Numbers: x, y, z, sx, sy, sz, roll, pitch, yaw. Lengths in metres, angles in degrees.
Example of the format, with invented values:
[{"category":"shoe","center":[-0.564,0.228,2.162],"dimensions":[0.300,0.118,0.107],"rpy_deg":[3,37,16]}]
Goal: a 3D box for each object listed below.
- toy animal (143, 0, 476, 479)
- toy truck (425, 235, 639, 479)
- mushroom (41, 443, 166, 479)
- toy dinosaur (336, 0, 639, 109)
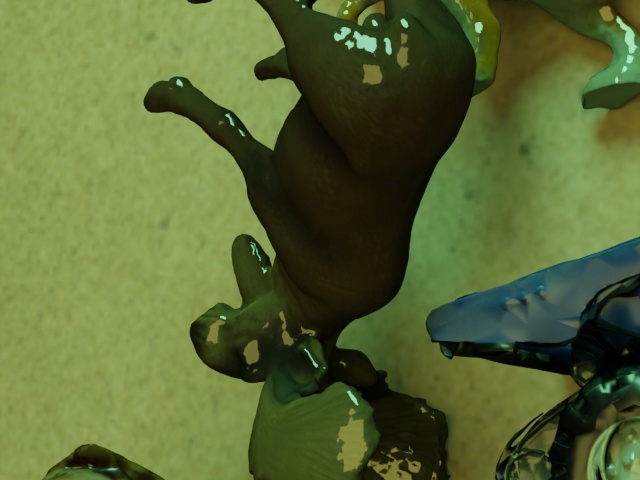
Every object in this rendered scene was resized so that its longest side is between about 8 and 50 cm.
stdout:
[{"category":"toy animal","center":[0.000,0.000,0.650],"dimensions":[0.186,0.094,0.214],"rpy_deg":[58,147,25]},{"category":"toy truck","center":[0.105,0.082,0.609],"dimensions":[0.126,0.113,0.208],"rpy_deg":[7,86,31]},{"category":"mushroom","center":[-0.076,0.221,0.623],"dimensions":[0.297,0.163,0.278],"rpy_deg":[-2,60,-1]},{"category":"toy dinosaur","center":[0.083,-0.120,0.687],"dimensions":[0.212,0.057,0.142],"rpy_deg":[-11,69,21]}]
